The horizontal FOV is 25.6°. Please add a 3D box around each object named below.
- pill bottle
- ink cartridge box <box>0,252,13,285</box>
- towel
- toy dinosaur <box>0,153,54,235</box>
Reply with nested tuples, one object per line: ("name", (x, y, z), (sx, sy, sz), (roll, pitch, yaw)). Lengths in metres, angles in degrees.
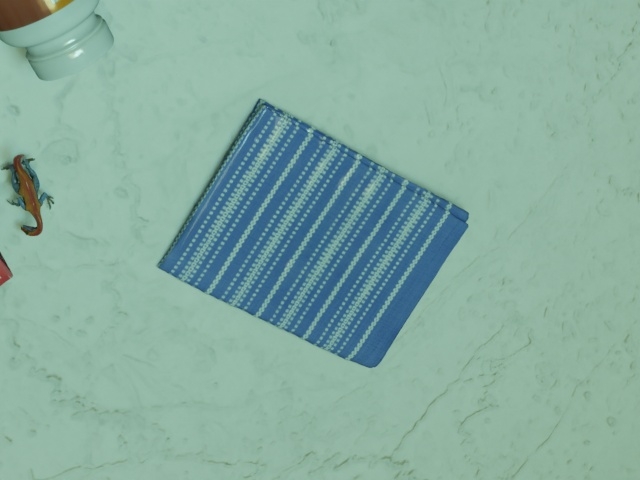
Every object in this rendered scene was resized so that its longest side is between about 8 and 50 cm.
("pill bottle", (-0.300, -0.277, 1.440), (0.121, 0.121, 0.216), (-32, 119, -8))
("ink cartridge box", (-0.450, -0.061, 1.421), (0.114, 0.197, 0.273), (-38, 120, -7))
("towel", (0.000, 0.000, 1.731), (0.336, 0.040, 0.243), (28, 100, -27))
("toy dinosaur", (-0.327, -0.046, 1.556), (0.047, 0.090, 0.082), (-17, 85, 1))
